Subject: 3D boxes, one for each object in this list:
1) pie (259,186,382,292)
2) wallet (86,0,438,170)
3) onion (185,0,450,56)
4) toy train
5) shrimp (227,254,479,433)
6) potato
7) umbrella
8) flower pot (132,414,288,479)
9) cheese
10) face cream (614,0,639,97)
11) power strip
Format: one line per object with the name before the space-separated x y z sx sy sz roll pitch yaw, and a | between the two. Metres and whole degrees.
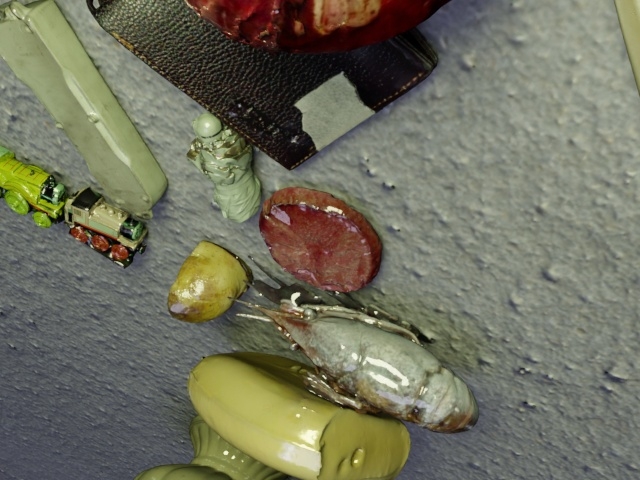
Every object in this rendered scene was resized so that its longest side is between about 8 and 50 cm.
pie | 0.000 0.000 0.784 0.154 0.036 0.155 16 139 15
wallet | -0.059 -0.185 0.605 0.262 0.071 0.221 39 139 -21
onion | 0.007 -0.220 0.388 0.252 0.219 0.252 -4 125 -6
toy train | -0.348 -0.047 0.925 0.249 0.053 0.085 26 135 3
shrimp | 0.037 0.129 0.840 0.343 0.145 0.117 29 101 14
potato | -0.142 0.068 0.889 0.066 0.103 0.096 9 138 26
umbrella | -0.102 -0.080 0.741 0.067 0.062 0.143 -20 140 0
flower pot | -0.188 0.473 1.234 0.307 0.244 0.308 17 141 14
cheese | -0.048 0.227 0.927 0.315 0.128 0.259 11 167 42
face cream | 0.278 -0.116 0.478 0.137 0.084 0.341 2 127 41
power strip | -0.263 -0.140 0.780 0.080 0.048 0.286 -1 132 34
